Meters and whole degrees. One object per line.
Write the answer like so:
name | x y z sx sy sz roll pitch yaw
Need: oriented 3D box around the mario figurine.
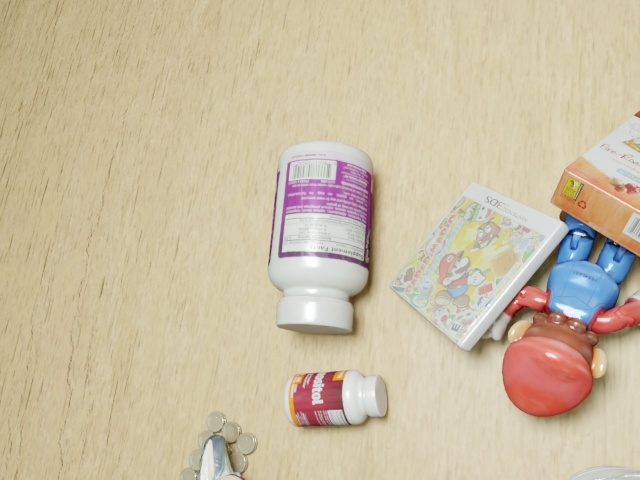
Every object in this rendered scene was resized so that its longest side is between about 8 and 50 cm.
mario figurine | 0.357 0.103 0.849 0.320 0.170 0.198 -60 25 -14

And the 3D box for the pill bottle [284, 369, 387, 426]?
pill bottle | 0.025 0.253 0.947 0.152 0.086 0.085 -10 71 21

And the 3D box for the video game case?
video game case | 0.230 0.029 0.905 0.227 0.026 0.206 -52 33 3

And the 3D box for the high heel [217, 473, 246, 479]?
high heel | -0.076 0.532 0.848 0.127 0.181 0.376 -17 66 -3

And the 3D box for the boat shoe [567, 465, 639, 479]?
boat shoe | 0.412 0.330 0.761 0.184 0.063 0.066 -4 73 23

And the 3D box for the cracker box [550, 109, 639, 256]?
cracker box | 0.450 -0.084 0.803 0.232 0.067 0.156 -33 56 -30

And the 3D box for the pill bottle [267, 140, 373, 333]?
pill bottle | 0.000 0.000 0.991 0.170 0.169 0.301 -2 74 24

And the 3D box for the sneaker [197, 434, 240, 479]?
sneaker | -0.125 0.453 0.953 0.122 0.110 0.282 -11 67 -12

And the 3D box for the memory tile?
memory tile | -0.181 0.389 1.039 0.113 0.012 0.147 23 84 28
